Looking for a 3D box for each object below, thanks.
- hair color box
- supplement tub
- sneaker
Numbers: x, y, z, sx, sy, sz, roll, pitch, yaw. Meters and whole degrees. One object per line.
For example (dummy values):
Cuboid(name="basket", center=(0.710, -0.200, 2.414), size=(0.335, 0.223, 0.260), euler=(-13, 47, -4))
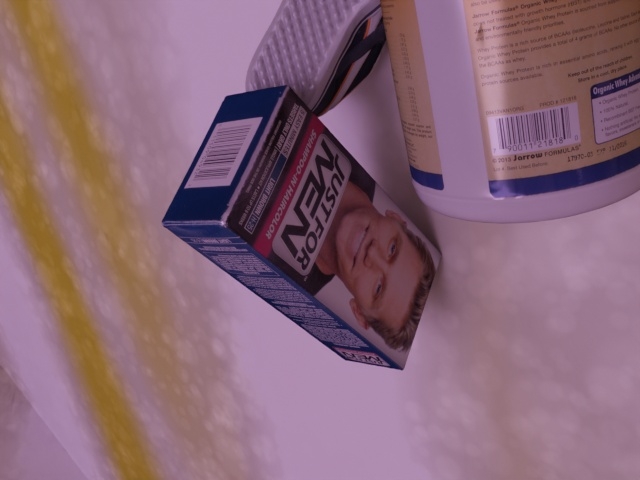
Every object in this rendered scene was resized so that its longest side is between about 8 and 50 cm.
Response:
Cuboid(name="hair color box", center=(0.000, 0.000, 0.823), size=(0.105, 0.173, 0.347), euler=(2, 150, 41))
Cuboid(name="supplement tub", center=(0.173, -0.196, 0.631), size=(0.228, 0.228, 0.316), euler=(6, 117, 41))
Cuboid(name="sneaker", center=(0.033, -0.279, 0.802), size=(0.126, 0.127, 0.321), euler=(41, 111, 10))
